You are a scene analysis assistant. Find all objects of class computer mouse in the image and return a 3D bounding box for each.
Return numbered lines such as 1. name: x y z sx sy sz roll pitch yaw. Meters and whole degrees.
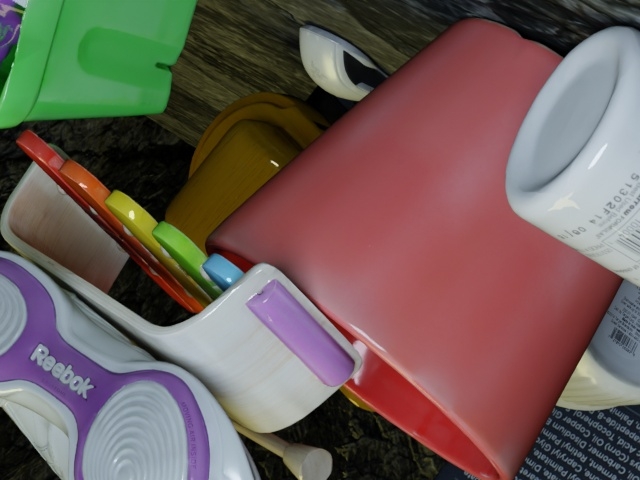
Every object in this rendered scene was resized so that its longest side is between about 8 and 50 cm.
1. computer mouse: 0.033 -0.144 1.806 0.106 0.042 0.193 28 177 37

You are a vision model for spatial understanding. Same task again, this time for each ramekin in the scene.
1. ramekin: 0.235 0.034 1.527 0.207 0.207 0.109 30 168 -23

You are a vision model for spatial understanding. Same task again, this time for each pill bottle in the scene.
1. pill bottle: 0.238 -0.020 1.170 0.229 0.131 0.131 29 177 -17

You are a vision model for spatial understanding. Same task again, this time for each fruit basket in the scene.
1. fruit basket: -0.313 -0.217 1.410 0.392 0.283 0.392 17 -174 -2

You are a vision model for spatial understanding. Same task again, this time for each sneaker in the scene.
1. sneaker: -0.120 0.120 1.250 0.305 0.114 0.152 43 180 32

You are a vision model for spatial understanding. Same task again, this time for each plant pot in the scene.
1. plant pot: 0.096 -0.004 1.358 0.275 0.243 0.275 37 170 8

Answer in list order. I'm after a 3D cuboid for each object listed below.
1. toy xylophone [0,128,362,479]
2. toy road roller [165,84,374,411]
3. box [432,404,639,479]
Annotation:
1. toy xylophone: -0.096 0.048 1.337 0.323 0.081 0.236 30 166 43
2. toy road roller: 0.000 0.000 1.876 0.329 0.202 0.240 49 -157 21
3. box: 0.328 0.292 1.988 0.297 0.472 0.480 32 175 24
